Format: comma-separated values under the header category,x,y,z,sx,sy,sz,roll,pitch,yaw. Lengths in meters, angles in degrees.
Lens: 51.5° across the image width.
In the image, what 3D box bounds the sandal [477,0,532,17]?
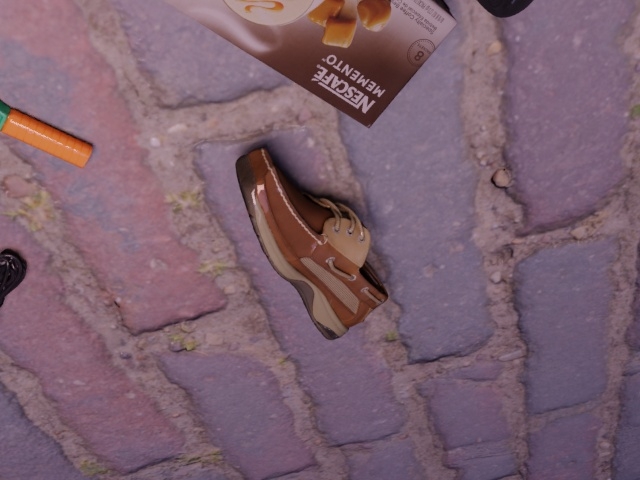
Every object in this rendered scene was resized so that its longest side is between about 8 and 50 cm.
category,x,y,z,sx,sy,sz,roll,pitch,yaw
sandal,0.126,-0.301,0.629,0.254,0.055,0.097,21,123,-27

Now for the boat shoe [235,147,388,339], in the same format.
category,x,y,z,sx,sy,sz,roll,pitch,yaw
boat shoe,0.000,0.000,0.834,0.119,0.123,0.324,-26,139,4

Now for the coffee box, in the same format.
category,x,y,z,sx,sy,sz,roll,pitch,yaw
coffee box,-0.012,-0.236,0.627,0.246,0.098,0.141,27,121,-30

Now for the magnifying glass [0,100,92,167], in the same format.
category,x,y,z,sx,sy,sz,roll,pitch,yaw
magnifying glass,-0.354,-0.136,0.693,0.230,0.026,0.092,24,122,-30

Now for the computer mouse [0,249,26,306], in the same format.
category,x,y,z,sx,sy,sz,roll,pitch,yaw
computer mouse,-0.515,0.052,0.804,0.262,0.060,0.184,13,123,-36
